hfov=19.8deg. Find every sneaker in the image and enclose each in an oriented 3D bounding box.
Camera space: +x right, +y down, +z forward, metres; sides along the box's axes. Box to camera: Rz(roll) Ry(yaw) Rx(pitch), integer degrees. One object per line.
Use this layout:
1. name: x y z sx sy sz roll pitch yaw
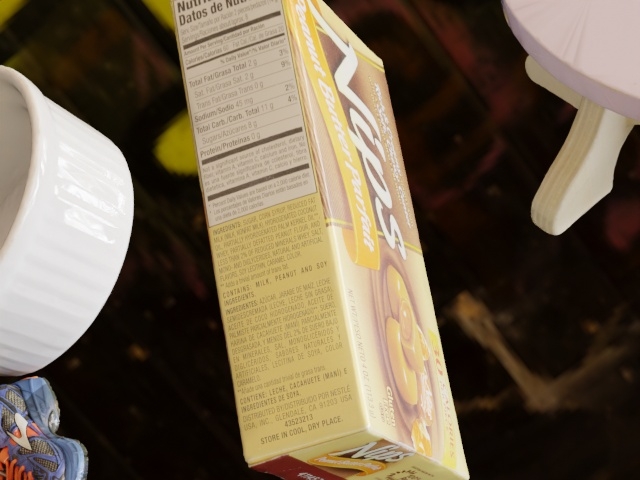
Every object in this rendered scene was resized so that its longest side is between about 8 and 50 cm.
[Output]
1. sneaker: -0.255 0.192 1.559 0.087 0.083 0.221 -2 -157 -23

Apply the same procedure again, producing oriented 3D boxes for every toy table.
1. toy table: 0.256 -0.127 1.414 0.252 0.161 0.274 -29 -128 -12

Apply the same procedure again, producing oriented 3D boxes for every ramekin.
1. ramekin: -0.296 -0.009 1.676 0.277 0.135 0.277 -25 -128 37

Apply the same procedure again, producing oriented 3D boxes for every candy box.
1. candy box: 0.000 0.000 1.178 0.088 0.183 0.316 -18 -113 17
